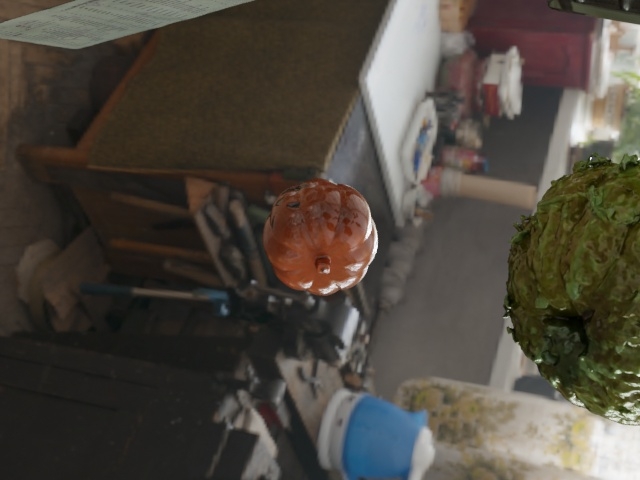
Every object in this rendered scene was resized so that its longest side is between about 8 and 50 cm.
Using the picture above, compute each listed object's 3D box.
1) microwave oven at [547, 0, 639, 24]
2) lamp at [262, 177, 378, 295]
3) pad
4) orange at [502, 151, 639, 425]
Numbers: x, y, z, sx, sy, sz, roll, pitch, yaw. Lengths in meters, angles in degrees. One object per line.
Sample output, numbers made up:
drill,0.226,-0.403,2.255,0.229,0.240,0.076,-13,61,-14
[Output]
microwave oven,0.364,-0.427,0.787,0.333,0.247,0.394,-50,143,-31
lamp,0.000,0.000,1.466,0.164,0.188,0.187,-98,179,-57
pad,-0.156,-0.203,0.811,0.159,0.265,0.009,-18,98,-68
orange,0.333,0.061,0.994,0.223,0.300,0.301,-21,152,-29
